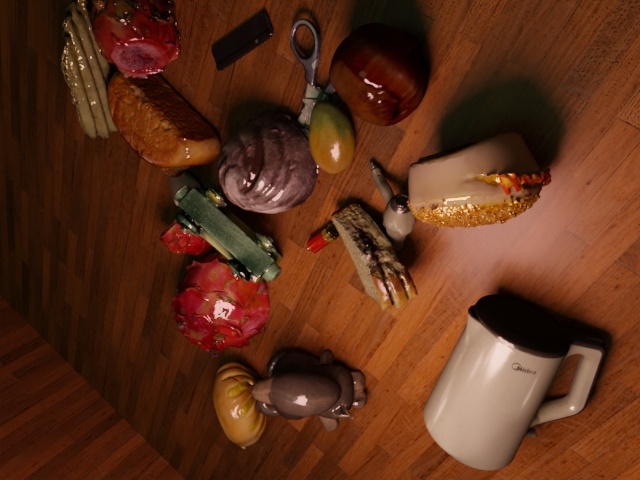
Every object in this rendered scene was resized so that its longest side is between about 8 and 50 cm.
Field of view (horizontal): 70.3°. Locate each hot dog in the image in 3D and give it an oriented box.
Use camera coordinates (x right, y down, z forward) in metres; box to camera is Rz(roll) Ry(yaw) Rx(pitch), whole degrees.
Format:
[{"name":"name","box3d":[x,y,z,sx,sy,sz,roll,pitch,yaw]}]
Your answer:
[{"name":"hot dog","box3d":[-0.524,-0.361,1.481,0.405,0.185,0.223,46,126,9]}]

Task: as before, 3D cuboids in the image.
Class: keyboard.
[{"name":"keyboard","box3d":[-0.225,-0.567,1.300,0.231,0.023,0.072,-15,95,36]}]

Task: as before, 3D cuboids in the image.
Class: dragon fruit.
[{"name":"dragon fruit","box3d":[-0.451,-0.023,1.621,0.189,0.163,0.261,33,129,-18]},{"name":"dragon fruit","box3d":[-0.377,0.241,1.628,0.386,0.249,0.371,-22,102,40]},{"name":"dragon fruit","box3d":[-0.540,-0.648,1.315,0.269,0.250,0.291,120,140,-71]}]

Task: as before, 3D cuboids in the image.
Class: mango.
[{"name":"mango","box3d":[0.028,-0.275,1.213,0.130,0.092,0.195,-8,112,28]}]

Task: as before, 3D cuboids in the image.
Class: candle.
[{"name":"candle","box3d":[0.000,0.000,1.386,0.130,0.052,0.052,-37,88,39]}]

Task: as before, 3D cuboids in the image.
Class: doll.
[{"name":"doll","box3d":[-0.076,0.455,1.466,0.382,0.253,0.379,-6,147,27]}]

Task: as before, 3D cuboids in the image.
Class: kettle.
[{"name":"kettle","box3d":[0.486,0.358,1.135,0.360,0.250,0.377,15,117,4]}]

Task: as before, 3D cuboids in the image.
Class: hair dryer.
[{"name":"hair dryer","box3d":[0.184,-0.072,1.208,0.225,0.088,0.219,-117,11,-48]}]

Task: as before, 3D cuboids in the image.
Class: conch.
[{"name":"conch","box3d":[-0.482,-0.190,1.611,0.104,0.094,0.176,-53,51,50]}]

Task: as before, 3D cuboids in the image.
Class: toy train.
[{"name":"toy train","box3d":[-0.280,-0.014,1.415,0.397,0.253,0.160,41,86,2]}]

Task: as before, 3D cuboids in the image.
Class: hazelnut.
[{"name":"hazelnut","box3d":[0.143,-0.378,1.038,0.229,0.229,0.230,13,117,28]}]

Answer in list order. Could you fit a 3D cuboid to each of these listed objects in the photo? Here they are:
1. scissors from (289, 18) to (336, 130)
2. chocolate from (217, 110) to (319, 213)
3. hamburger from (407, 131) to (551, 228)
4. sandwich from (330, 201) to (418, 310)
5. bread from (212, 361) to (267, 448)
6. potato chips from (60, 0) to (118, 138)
[{"name":"scissors","box3d":[-0.023,-0.375,1.247,0.256,0.029,0.384,34,128,10]},{"name":"chocolate","box3d":[-0.178,-0.200,1.296,0.303,0.213,0.303,18,126,27]},{"name":"hamburger","box3d":[0.329,-0.116,0.982,0.294,0.276,0.179,-12,93,41]},{"name":"sandwich","box3d":[0.139,0.038,1.209,0.099,0.254,0.289,-25,96,-4]},{"name":"bread","box3d":[-0.286,0.592,1.692,0.160,0.333,0.333,-21,100,-1]},{"name":"potato chips","box3d":[-0.703,-0.545,1.433,0.069,0.359,0.429,4,137,0]}]
